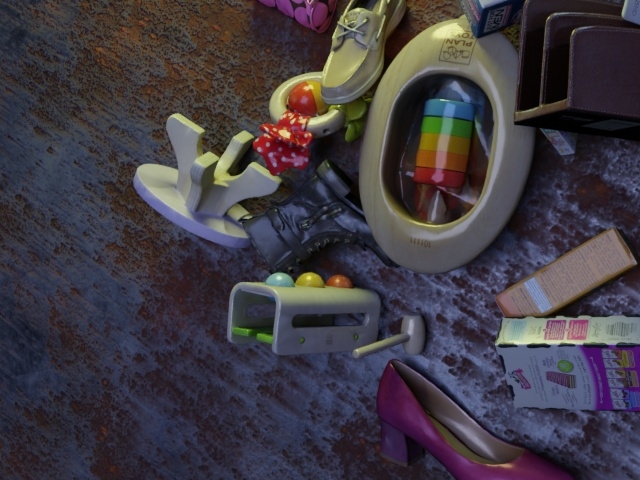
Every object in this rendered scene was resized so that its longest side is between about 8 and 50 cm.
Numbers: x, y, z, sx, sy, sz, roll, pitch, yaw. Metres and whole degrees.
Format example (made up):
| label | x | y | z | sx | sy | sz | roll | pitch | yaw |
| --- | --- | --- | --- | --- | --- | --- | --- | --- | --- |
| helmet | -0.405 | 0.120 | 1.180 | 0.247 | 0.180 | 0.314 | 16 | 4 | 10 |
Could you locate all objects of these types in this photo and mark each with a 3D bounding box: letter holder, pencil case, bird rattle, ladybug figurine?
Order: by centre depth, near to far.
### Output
| label | x | y | z | sx | sy | sz | roll | pitch | yaw |
| --- | --- | --- | --- | --- | --- | --- | --- | --- | --- |
| letter holder | 0.467 | -0.272 | 1.320 | 0.302 | 0.152 | 0.214 | 5 | 88 | -18 |
| ladybug figurine | 0.229 | -0.163 | 1.521 | 0.305 | 0.162 | 0.449 | 15 | 95 | 26 |
| bird rattle | -0.014 | -0.235 | 1.650 | 0.253 | 0.143 | 0.207 | -26 | 48 | -1 |
| pencil case | -0.068 | -0.491 | 1.721 | 0.209 | 0.098 | 0.095 | 30 | 102 | 25 |

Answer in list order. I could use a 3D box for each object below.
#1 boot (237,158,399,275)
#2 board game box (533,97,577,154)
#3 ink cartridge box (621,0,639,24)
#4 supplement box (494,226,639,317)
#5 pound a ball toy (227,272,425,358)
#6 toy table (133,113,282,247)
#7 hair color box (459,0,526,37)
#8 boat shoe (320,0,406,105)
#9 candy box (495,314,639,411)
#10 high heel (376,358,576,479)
| label | x | y | z | sx | sy | sz | roll | pitch | yaw |
| --- | --- | --- | --- | --- | --- | --- | --- | --- | --- |
| boot | 0.000 | 0.000 | 1.640 | 0.229 | 0.091 | 0.263 | -40 | 89 | 14 |
| board game box | 0.381 | -0.225 | 1.433 | 0.026 | 0.154 | 0.103 | -6 | 58 | 41 |
| ink cartridge box | 0.626 | -0.363 | 1.266 | 0.261 | 0.296 | 0.066 | 31 | 143 | 27 |
| supplement box | 0.415 | 0.068 | 1.466 | 0.233 | 0.078 | 0.080 | -36 | 73 | 22 |
| pound a ball toy | 0.022 | 0.129 | 1.556 | 0.208 | 0.319 | 0.136 | 7 | 92 | 43 |
| toy table | -0.219 | -0.120 | 1.716 | 0.274 | 0.252 | 0.161 | 27 | 116 | -6 |
| hair color box | 0.383 | -0.477 | 1.407 | 0.347 | 0.105 | 0.174 | -21 | 76 | -2 |
| boat shoe | 0.067 | -0.370 | 1.565 | 0.109 | 0.098 | 0.302 | 7 | 56 | 31 |
| candy box | 0.418 | 0.200 | 1.418 | 0.233 | 0.071 | 0.159 | -4 | 128 | 26 |
| high heel | 0.258 | 0.326 | 1.502 | 0.377 | 0.127 | 0.181 | 7 | 102 | 30 |
